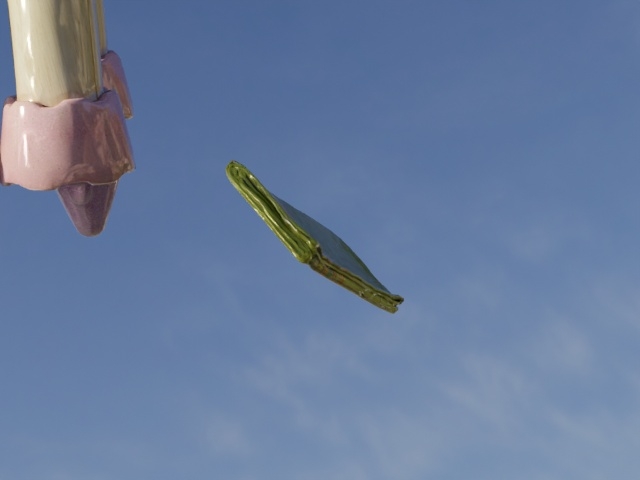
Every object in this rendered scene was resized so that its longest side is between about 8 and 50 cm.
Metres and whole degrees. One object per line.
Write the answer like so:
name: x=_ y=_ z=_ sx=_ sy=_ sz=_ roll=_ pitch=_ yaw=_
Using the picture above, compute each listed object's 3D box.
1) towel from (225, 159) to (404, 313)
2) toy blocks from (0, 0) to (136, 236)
towel: x=0.000 y=0.000 z=1.349 sx=0.021 sy=0.102 sz=0.237 roll=-43 pitch=-22 yaw=6
toy blocks: x=-0.253 y=-0.031 z=0.914 sx=0.309 sy=0.260 sz=0.288 roll=-5 pitch=12 yaw=-5
